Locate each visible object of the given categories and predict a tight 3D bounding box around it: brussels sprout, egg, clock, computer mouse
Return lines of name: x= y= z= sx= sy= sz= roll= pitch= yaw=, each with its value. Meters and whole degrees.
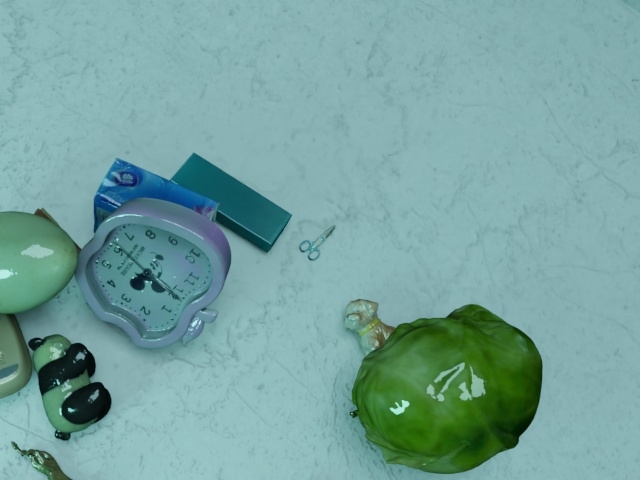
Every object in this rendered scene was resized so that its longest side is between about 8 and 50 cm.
brussels sprout: x=0.305 y=0.336 z=1.765 sx=0.426 sy=0.361 sz=0.342 roll=-24 pitch=105 yaw=-30
egg: x=-0.642 y=0.044 z=1.693 sx=0.296 sy=0.218 sz=0.218 roll=-8 pitch=64 yaw=21
clock: x=-0.360 y=0.071 z=1.770 sx=0.339 sy=0.338 sz=0.102 roll=23 pitch=25 yaw=-4
computer mouse: x=-0.714 y=0.238 z=1.733 sx=0.145 sy=0.082 sz=0.236 roll=-21 pitch=62 yaw=-24

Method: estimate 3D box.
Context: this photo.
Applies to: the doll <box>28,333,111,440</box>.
doll: x=-0.541 y=0.302 z=1.724 sx=0.135 sy=0.143 sz=0.234 roll=-20 pitch=74 yaw=-16

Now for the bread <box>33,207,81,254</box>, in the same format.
bread: x=-0.630 y=0.020 z=1.864 sx=0.192 sy=0.067 sz=0.119 roll=46 pitch=61 yaw=6

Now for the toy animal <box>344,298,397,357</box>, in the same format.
toy animal: x=0.157 y=0.212 z=1.973 sx=0.184 sy=0.104 sz=0.185 roll=-26 pitch=71 yaw=-22

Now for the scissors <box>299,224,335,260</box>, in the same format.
scissors: x=0.000 y=0.000 z=2.070 sx=0.058 sy=0.014 sz=0.119 roll=46 pitch=67 yaw=3

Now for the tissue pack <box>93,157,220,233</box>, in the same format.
tissue pack: x=-0.389 y=-0.056 z=1.888 sx=0.264 sy=0.198 sz=0.146 roll=22 pitch=61 yaw=-4

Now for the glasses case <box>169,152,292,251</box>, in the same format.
glasses case: x=-0.230 y=-0.093 z=2.025 sx=0.301 sy=0.070 sz=0.117 roll=32 pitch=57 yaw=3

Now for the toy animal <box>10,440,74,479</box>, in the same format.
toy animal: x=-0.570 y=0.498 z=1.671 sx=0.220 sy=0.069 sz=0.086 roll=42 pitch=42 yaw=0
